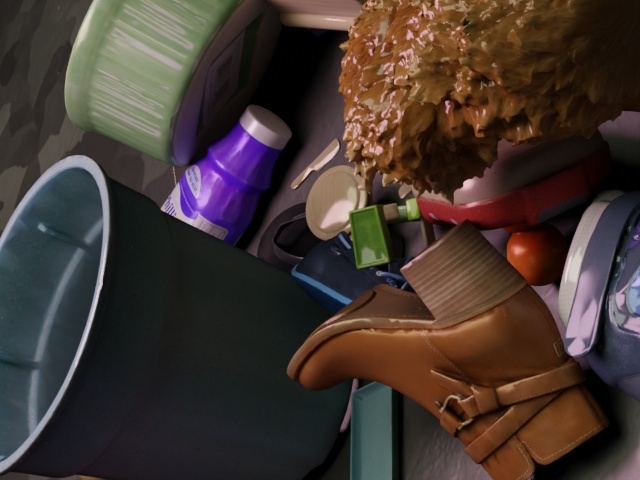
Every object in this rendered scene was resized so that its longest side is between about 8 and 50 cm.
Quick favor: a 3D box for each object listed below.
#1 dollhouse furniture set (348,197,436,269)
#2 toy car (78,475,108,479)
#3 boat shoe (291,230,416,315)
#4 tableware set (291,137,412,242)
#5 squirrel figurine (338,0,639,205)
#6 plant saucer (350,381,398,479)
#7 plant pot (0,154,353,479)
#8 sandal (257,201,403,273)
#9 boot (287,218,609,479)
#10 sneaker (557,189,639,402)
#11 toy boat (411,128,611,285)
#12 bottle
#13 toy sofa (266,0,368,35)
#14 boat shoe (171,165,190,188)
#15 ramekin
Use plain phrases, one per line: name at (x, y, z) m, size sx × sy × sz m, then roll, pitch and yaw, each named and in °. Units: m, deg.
dollhouse furniture set at (0.084, -0.009, 1.521) m, size 0.076 × 0.151 × 0.059 m, roll -12°, pitch 88°, yaw 27°
toy car at (-0.290, 0.261, 1.936) m, size 0.155 × 0.149 × 0.189 m, roll -6°, pitch 77°, yaw 44°
boat shoe at (0.071, 0.050, 1.521) m, size 0.258 × 0.109 × 0.089 m, roll 31°, pitch 75°, yaw 39°
tableware set at (0.062, -0.074, 1.656) m, size 0.194 × 0.039 × 0.128 m, roll -44°, pitch 52°, yaw 21°
squirrel figurine at (0.156, -0.219, 1.260) m, size 0.397 × 0.281 × 0.370 m, roll -41°, pitch 36°, yaw -25°
plant saucer at (0.056, 0.234, 1.539) m, size 0.067 × 0.018 × 0.192 m, roll -31°, pitch 48°, yaw 44°
plant pot at (-0.167, 0.123, 1.629) m, size 0.341 × 0.334 × 0.341 m, roll -35°, pitch 45°, yaw 44°
sandal at (0.001, -0.001, 1.725) m, size 0.254 × 0.054 × 0.097 m, roll 4°, pitch 75°, yaw 57°
boot at (0.111, 0.131, 1.375) m, size 0.283 × 0.220 × 0.109 m, roll -38°, pitch -2°, yaw 37°
sneaker at (0.304, -0.025, 1.219) m, size 0.236 × 0.130 × 0.323 m, roll 47°, pitch 116°, yaw 51°
toy boat at (0.184, -0.029, 1.408) m, size 0.151 × 0.151 × 0.231 m, roll 68°, pitch 169°, yaw -11°
bottle at (-0.139, -0.041, 1.920) m, size 0.283 × 0.092 × 0.118 m, roll -54°, pitch 33°, yaw 21°
toy sofa at (0.053, -0.431, 1.851) m, size 0.150 × 0.177 × 0.363 m, roll 9°, pitch 78°, yaw 32°
boat shoe at (-0.183, -0.154, 2.076) m, size 0.081 × 0.068 × 0.228 m, roll -32°, pitch 46°, yaw 43°
ramekin at (-0.172, -0.240, 1.913) m, size 0.303 × 0.148 × 0.303 m, roll -56°, pitch -13°, yaw -19°
